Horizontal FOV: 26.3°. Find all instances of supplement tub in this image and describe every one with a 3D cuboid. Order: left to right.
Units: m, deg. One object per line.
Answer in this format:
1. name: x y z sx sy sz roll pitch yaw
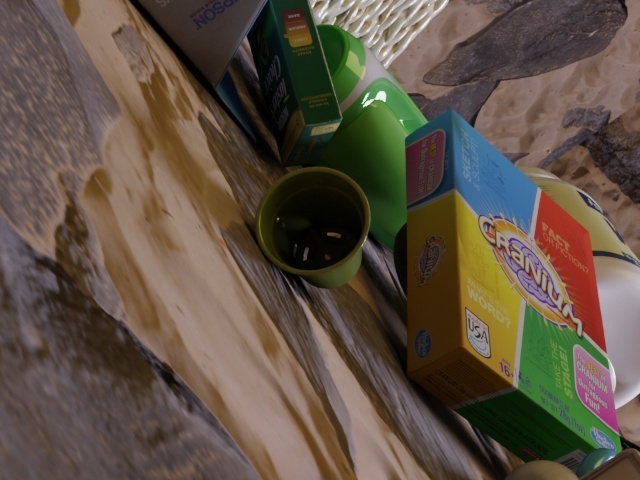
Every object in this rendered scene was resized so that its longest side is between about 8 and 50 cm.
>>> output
1. supplement tub: 0.300 0.059 1.815 0.235 0.235 0.325 50 10 -30

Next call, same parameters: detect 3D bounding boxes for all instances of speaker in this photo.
1. speaker: 0.057 -0.097 1.471 0.296 0.131 0.131 47 12 -42

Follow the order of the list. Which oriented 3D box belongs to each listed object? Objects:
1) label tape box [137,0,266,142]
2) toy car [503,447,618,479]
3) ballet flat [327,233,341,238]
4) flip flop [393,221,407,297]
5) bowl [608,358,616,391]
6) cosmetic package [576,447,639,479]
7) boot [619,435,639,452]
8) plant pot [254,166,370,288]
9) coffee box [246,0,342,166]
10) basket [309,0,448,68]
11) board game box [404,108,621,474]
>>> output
1. label tape box: -0.134 -0.282 1.219 0.334 0.106 0.241 49 11 -34
2. toy car: 0.240 0.248 1.120 0.159 0.136 0.182 45 13 -46
3. ballet flat: 0.015 -0.021 1.204 0.057 0.052 0.168 58 9 19
4. flip flop: 0.161 0.099 1.427 0.277 0.112 0.080 55 -31 4
5. bowl: 0.230 0.157 1.501 0.170 0.170 0.080 51 53 -21
6. cosmetic package: 0.202 0.252 0.861 0.129 0.153 0.296 59 11 31
7. boot: 0.363 0.302 1.558 0.246 0.094 0.207 49 3 -4
8. plant pot: 0.000 0.000 1.006 0.083 0.083 0.079 59 -4 24
9. coffee box: -0.031 -0.171 1.264 0.113 0.040 0.184 129 -53 -70
10. basket: 0.009 -0.407 1.521 0.328 0.331 0.266 40 -4 35
11. board game box: 0.182 0.054 1.327 0.242 0.064 0.317 37 36 -30
